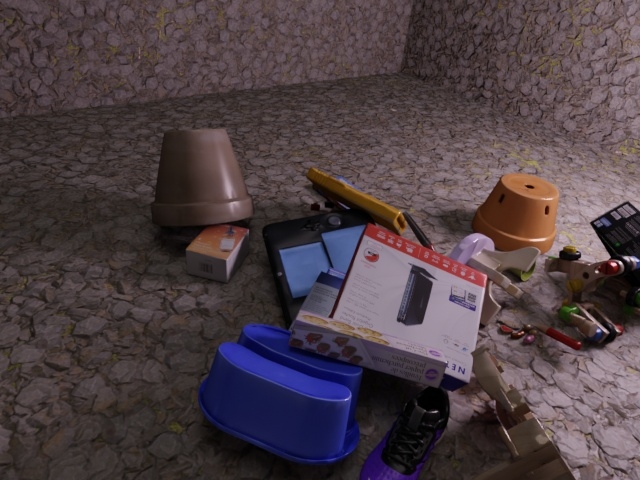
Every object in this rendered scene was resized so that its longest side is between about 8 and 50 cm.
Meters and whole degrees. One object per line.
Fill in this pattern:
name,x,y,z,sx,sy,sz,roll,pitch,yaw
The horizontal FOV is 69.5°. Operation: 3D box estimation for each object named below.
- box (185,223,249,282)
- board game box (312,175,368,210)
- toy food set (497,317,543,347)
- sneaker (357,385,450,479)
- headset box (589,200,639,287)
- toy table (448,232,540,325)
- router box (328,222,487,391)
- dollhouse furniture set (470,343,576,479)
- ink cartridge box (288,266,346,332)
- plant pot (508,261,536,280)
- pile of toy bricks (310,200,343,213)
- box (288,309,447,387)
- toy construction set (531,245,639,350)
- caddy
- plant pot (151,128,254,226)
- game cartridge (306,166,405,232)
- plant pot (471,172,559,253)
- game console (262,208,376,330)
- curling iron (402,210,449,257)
box,-0.305,0.031,1.385,0.130,0.091,0.170,12,35,8
board game box,0.104,-0.171,1.807,0.145,0.027,0.281,-18,41,-29
toy food set,0.550,0.251,1.268,0.122,0.019,0.078,17,35,15
sneaker,0.168,0.384,0.894,0.102,0.146,0.293,26,38,26
headset box,0.991,0.063,1.406,0.283,0.131,0.246,44,24,-26
toy table,0.480,0.094,1.310,0.161,0.252,0.274,39,20,35
router box,0.215,0.153,1.116,0.336,0.082,0.301,23,56,-1
dollhouse furniture set,0.318,0.342,0.922,0.174,0.303,0.355,-33,34,9
ink cartridge box,0.041,0.197,1.151,0.186,0.065,0.311,19,51,15
plant pot,0.639,0.079,1.496,0.083,0.083,0.079,-19,28,-32
pile of toy bricks,0.053,-0.081,1.599,0.212,0.118,0.105,6,18,-2
box,0.096,0.225,0.969,0.324,0.063,0.067,16,14,3
toy construction set,0.717,0.156,1.310,0.309,0.257,0.237,-31,28,-17
caddy,-0.076,0.315,0.938,0.342,0.179,0.241,18,13,13
plant pot,-0.386,-0.208,1.471,0.323,0.280,0.323,-4,12,1
game cartridge,0.129,-0.128,1.546,0.324,0.052,0.285,31,1,15
plant pot,0.722,-0.110,1.666,0.291,0.203,0.290,5,34,-3
game console,0.035,0.073,1.316,0.342,0.060,0.386,-8,51,-15
curling iron,0.354,0.014,1.487,0.068,0.035,0.274,-29,70,-34
